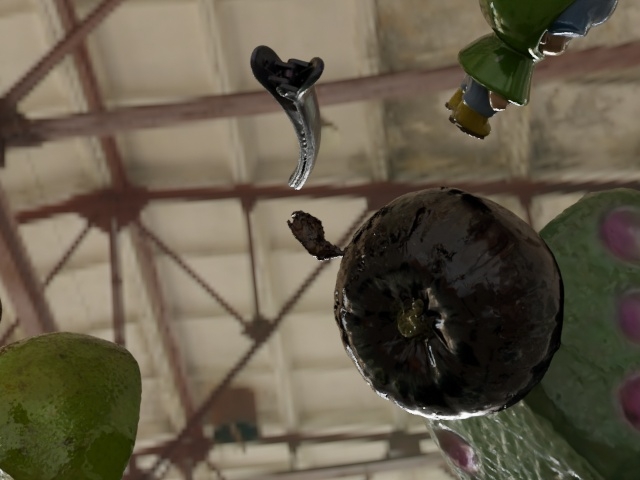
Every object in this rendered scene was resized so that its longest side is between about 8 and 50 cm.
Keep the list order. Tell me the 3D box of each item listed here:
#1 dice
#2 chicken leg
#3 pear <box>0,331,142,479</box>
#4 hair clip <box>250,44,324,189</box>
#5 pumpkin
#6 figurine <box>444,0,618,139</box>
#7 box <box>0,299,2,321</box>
[{"bbox_3d":[0.322,0.160,1.842,0.322,0.330,0.318,-37,-16,-23],"label":"dice"},{"bbox_3d":[-0.002,0.000,1.759,0.036,0.083,0.021,-47,-7,-13],"label":"chicken leg"},{"bbox_3d":[-0.331,0.186,1.959,0.288,0.239,0.139,17,-37,42],"label":"pear"},{"bbox_3d":[-0.026,-0.127,1.905,0.083,0.048,0.275,11,-29,11],"label":"hair clip"},{"bbox_3d":[0.123,0.061,1.606,0.233,0.233,0.163,-35,-10,35],"label":"pumpkin"},{"bbox_3d":[0.217,-0.232,1.734,0.143,0.162,0.263,27,-66,-9],"label":"figurine"},{"bbox_3d":[-0.384,0.085,1.398,0.201,0.144,0.090,-51,-25,13],"label":"box"}]
